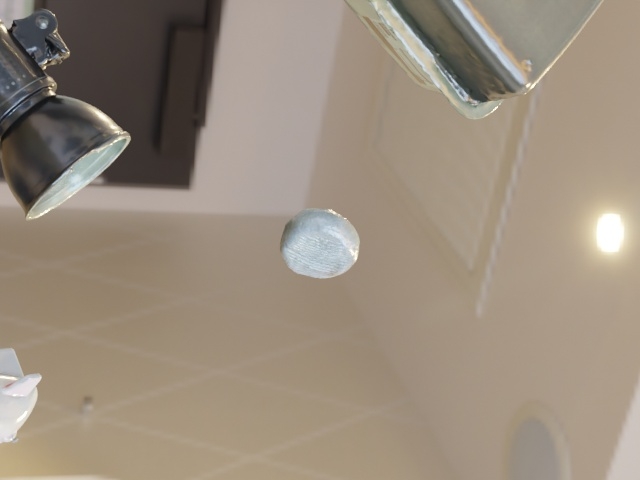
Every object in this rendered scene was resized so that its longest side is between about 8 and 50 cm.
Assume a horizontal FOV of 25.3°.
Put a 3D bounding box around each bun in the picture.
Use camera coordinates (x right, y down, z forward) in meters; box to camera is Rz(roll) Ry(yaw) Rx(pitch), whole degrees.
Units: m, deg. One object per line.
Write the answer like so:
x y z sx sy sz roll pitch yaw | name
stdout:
0.000 0.000 1.346 0.083 0.083 0.045 115 -14 -48 | bun

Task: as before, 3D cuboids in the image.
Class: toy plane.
-0.426 0.184 1.566 0.118 0.252 0.252 62 -31 23 | toy plane

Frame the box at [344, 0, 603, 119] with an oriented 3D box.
0.115 -0.270 1.238 0.220 0.290 0.166 -51 -149 -13 | box

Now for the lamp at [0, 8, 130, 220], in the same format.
-0.329 -0.158 1.554 0.227 0.172 0.147 51 -14 1 | lamp
